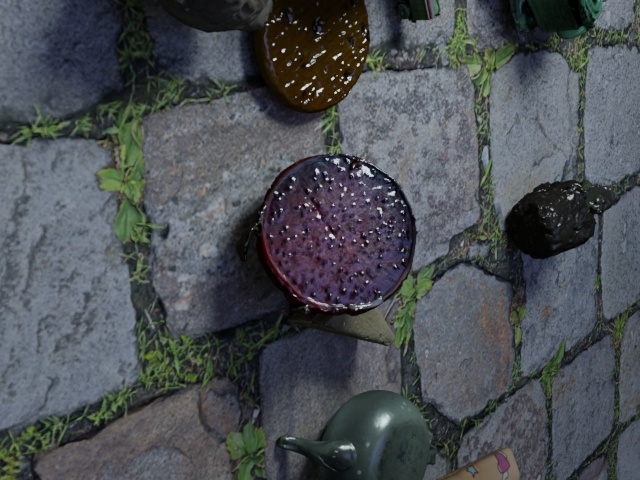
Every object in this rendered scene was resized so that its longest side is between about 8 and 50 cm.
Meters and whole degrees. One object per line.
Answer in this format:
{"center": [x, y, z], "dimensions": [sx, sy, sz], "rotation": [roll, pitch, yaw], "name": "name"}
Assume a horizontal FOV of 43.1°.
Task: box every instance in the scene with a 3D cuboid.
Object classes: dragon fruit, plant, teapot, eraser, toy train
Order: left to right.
{"center": [0.004, 0.000, 1.104], "dimensions": [0.218, 0.148, 0.224], "rotation": [44, 74, -9], "name": "dragon fruit"}
{"center": [0.077, 0.323, 1.241], "dimensions": [0.294, 0.129, 0.193], "rotation": [14, 88, -49], "name": "teapot"}
{"center": [0.133, -0.392, 1.189], "dimensions": [0.038, 0.070, 0.148], "rotation": [-38, 124, -36], "name": "toy train"}
{"center": [0.216, 0.457, 1.399], "dimensions": [0.290, 0.087, 0.171], "rotation": [-7, 140, -46], "name": "eraser"}
{"center": [0.396, -0.498, 1.393], "dimensions": [0.299, 0.166, 0.238], "rotation": [43, 57, -44], "name": "toy train"}
{"center": [0.463, -0.050, 1.561], "dimensions": [0.203, 0.142, 0.131], "rotation": [-21, 97, -38], "name": "plant"}

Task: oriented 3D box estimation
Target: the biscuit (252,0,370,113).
{"center": [-0.010, -0.274, 1.087], "dimensions": [0.212, 0.036, 0.212], "rotation": [-12, 107, -43], "name": "biscuit"}

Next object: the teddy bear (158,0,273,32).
{"center": [-0.112, -0.361, 0.876], "dimensions": [0.236, 0.151, 0.267], "rotation": [2, 99, -54], "name": "teddy bear"}

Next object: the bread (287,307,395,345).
{"center": [0.035, 0.130, 1.187], "dimensions": [0.105, 0.077, 0.152], "rotation": [-53, 128, -30], "name": "bread"}
